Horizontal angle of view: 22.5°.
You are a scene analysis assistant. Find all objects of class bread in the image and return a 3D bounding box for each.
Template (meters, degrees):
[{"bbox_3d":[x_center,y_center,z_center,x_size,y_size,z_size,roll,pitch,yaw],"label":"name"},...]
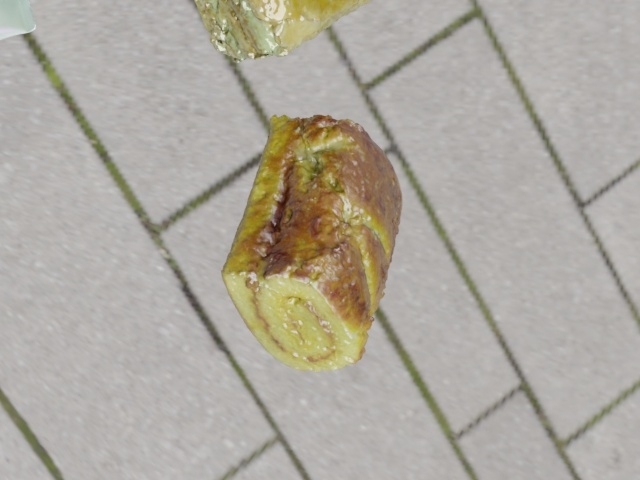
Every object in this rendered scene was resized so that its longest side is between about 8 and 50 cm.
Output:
[{"bbox_3d":[-0.044,-0.244,1.206,0.138,0.102,0.196,-31,106,-35],"label":"bread"},{"bbox_3d":[0.000,0.000,1.234,0.132,0.103,0.172,57,35,-38],"label":"bread"}]

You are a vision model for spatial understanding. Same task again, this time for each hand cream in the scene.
[{"bbox_3d":[-0.375,-0.216,1.646,0.050,0.205,0.078,0,72,-59],"label":"hand cream"}]
